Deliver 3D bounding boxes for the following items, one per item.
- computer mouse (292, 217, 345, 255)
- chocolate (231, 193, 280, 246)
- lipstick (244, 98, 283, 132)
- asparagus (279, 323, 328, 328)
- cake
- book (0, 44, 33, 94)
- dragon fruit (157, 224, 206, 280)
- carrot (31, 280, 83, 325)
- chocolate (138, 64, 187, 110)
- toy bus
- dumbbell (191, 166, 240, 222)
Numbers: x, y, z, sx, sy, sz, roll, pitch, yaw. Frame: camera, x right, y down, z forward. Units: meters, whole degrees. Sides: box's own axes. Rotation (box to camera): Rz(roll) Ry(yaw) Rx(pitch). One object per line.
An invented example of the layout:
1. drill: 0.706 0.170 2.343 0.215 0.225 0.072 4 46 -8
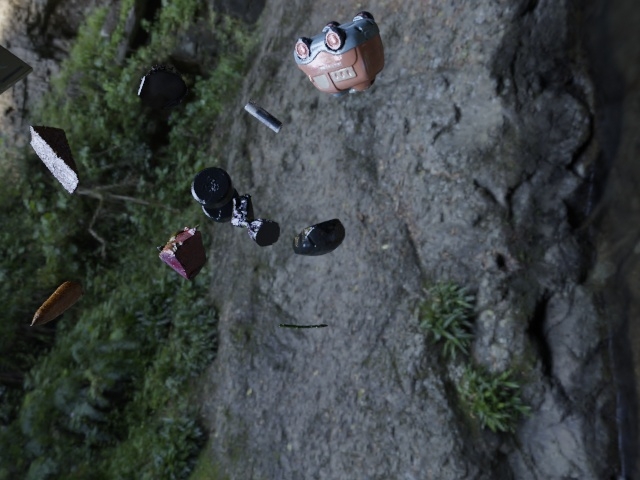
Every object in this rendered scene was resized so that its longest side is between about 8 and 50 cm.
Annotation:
1. computer mouse: 0.000 0.000 1.458 0.217 0.122 0.073 148 106 -78
2. chocolate: -0.143 -0.041 1.237 0.072 0.070 0.147 -43 39 -4
3. lipstick: -0.190 -0.420 1.985 0.040 0.141 0.040 -52 9 12
4. asparagus: -0.055 0.285 1.947 0.016 0.163 0.016 93 177 -67
5. cake: -0.980 -0.312 2.213 0.295 0.113 0.116 53 136 15
6. book: -1.232 -0.640 2.104 0.217 0.310 0.021 -53 -5 -28
7. dragon fruit: -0.354 0.021 1.482 0.102 0.096 0.147 -43 -30 -31
8. carrot: -0.796 0.195 1.750 0.205 0.072 0.072 -63 -13 -63
9. chocolate: -0.513 -0.509 1.871 0.156 0.156 0.133 106 146 -44
10. toy bus: 0.073 -0.583 1.874 0.194 0.288 0.232 -45 -61 -37
11. dumbbell: -0.390 -0.170 2.217 0.218 0.152 0.152 81 -165 -72
